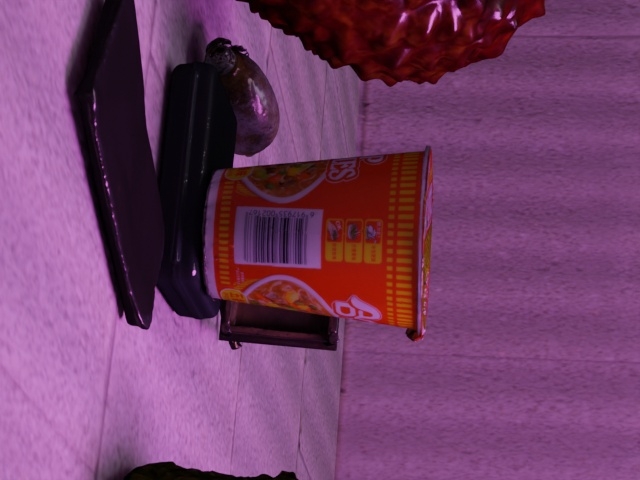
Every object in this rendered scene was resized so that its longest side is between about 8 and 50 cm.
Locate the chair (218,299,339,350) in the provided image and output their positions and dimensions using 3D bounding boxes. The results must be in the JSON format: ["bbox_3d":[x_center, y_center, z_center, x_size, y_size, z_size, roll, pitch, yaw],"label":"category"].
[{"bbox_3d":[-0.045,0.047,1.749,0.260,0.141,0.154,116,-20,-85],"label":"chair"}]

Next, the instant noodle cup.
[{"bbox_3d":[0.000,0.000,1.527,0.193,0.212,0.193,2,90,-84],"label":"instant noodle cup"}]

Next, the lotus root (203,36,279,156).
[{"bbox_3d":[-0.091,-0.158,1.711,0.165,0.088,0.088,74,17,-46],"label":"lotus root"}]

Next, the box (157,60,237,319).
[{"bbox_3d":[-0.125,-0.049,1.580,0.160,0.050,0.230,74,19,-71],"label":"box"}]

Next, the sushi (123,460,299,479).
[{"bbox_3d":[-0.094,0.369,1.400,0.294,0.178,0.352,-64,156,-79],"label":"sushi"}]

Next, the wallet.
[{"bbox_3d":[-0.164,-0.065,1.331,0.285,0.030,0.146,87,5,-46],"label":"wallet"}]

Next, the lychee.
[{"bbox_3d":[0.076,-0.377,1.695,0.500,0.424,0.424,126,-32,-77],"label":"lychee"}]
